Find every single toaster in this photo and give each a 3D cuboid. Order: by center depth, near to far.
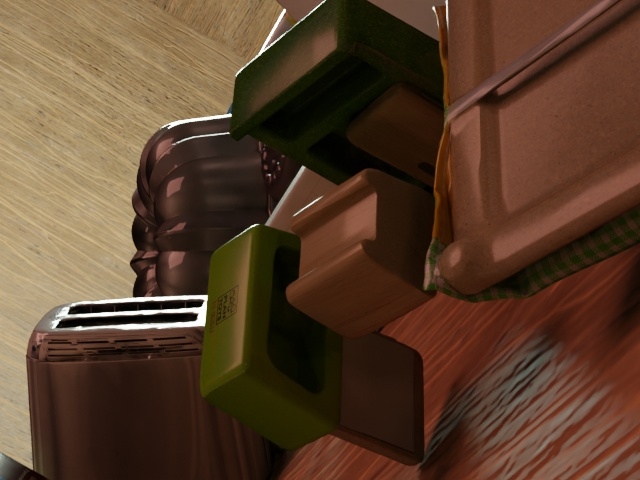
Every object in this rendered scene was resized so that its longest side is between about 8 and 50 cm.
[{"bbox_3d":[-0.144,0.127,1.082,0.129,0.227,0.146,-73,-20,-78],"label":"toaster"}]

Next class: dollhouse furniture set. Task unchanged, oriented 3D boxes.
[{"bbox_3d":[0.103,-0.036,0.570,0.301,0.151,0.197,-33,42,40],"label":"dollhouse furniture set"}]

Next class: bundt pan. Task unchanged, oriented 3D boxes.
[{"bbox_3d":[-0.141,0.012,1.529,0.331,0.124,0.330,180,90,-73],"label":"bundt pan"}]

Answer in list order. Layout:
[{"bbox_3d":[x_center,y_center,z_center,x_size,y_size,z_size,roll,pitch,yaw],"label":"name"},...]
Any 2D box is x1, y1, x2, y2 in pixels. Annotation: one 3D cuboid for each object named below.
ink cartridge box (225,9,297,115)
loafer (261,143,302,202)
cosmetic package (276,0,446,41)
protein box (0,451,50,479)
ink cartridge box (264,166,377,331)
[{"bbox_3d":[0.048,-0.237,1.645,0.270,0.197,0.198,-58,4,26],"label":"ink cartridge box"},{"bbox_3d":[0.053,-0.190,1.384,0.365,0.130,0.134,-67,11,-18],"label":"loafer"},{"bbox_3d":[0.112,-0.315,1.158,0.156,0.217,0.385,-35,-12,-40],"label":"cosmetic package"},{"bbox_3d":[-0.214,0.297,0.980,0.199,0.201,0.136,-59,4,8],"label":"protein box"},{"bbox_3d":[0.016,0.003,0.976,0.209,0.109,0.062,-56,5,38],"label":"ink cartridge box"}]
